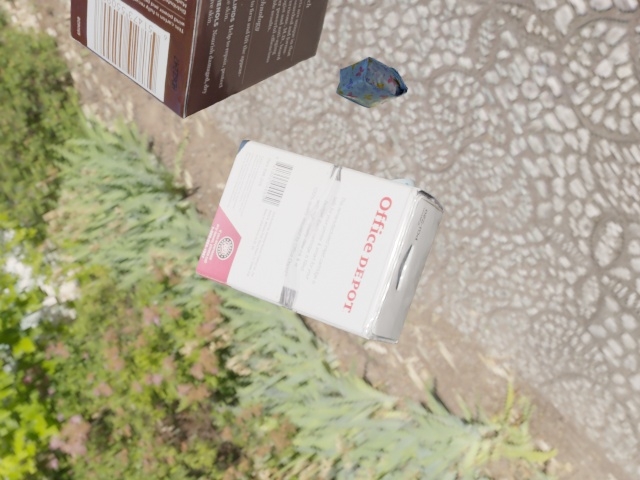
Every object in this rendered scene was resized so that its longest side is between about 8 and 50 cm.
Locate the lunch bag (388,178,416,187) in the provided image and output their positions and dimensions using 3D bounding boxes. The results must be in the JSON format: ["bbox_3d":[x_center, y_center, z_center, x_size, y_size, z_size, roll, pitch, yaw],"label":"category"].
[{"bbox_3d":[0.043,-0.019,1.349,0.176,0.219,0.090,101,156,-69],"label":"lunch bag"}]

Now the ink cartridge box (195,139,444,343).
[{"bbox_3d":[0.000,0.000,0.945,0.217,0.159,0.092,19,178,28],"label":"ink cartridge box"}]

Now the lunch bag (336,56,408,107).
[{"bbox_3d":[0.077,-0.230,1.318,0.083,0.053,0.071,22,160,-32],"label":"lunch bag"}]

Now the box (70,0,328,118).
[{"bbox_3d":[-0.110,-0.256,0.863,0.168,0.203,0.167,36,137,20],"label":"box"}]
